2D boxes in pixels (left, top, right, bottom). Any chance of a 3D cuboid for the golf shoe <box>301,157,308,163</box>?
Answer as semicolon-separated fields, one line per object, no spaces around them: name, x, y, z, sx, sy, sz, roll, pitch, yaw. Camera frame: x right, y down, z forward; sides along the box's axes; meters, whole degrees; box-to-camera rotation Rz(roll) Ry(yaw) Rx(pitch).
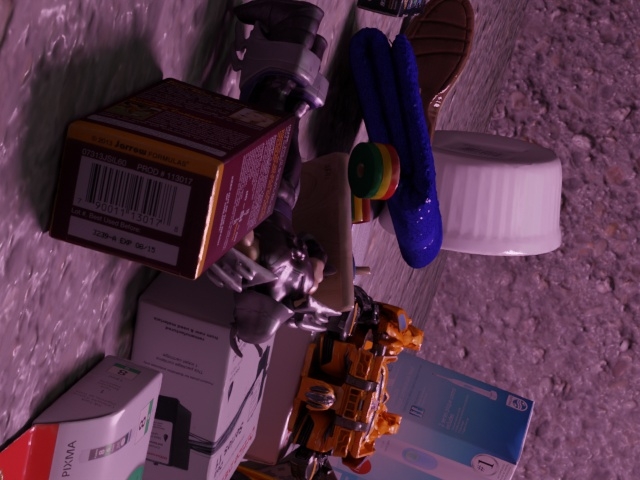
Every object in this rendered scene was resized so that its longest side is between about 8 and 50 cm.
golf shoe;-0.022;-0.015;1.679;0.176;0.069;0.086;94;10;-56

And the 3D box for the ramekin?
ramekin;0.230;-0.077;2.399;0.277;0.277;0.135;-43;140;-71

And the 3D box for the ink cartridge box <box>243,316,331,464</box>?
ink cartridge box;-0.047;0.137;1.700;0.219;0.092;0.160;-14;120;-79

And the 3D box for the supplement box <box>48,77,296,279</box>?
supplement box;-0.095;-0.046;1.085;0.188;0.104;0.081;-45;150;-70

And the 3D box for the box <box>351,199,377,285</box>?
box;0.010;0.003;1.854;0.137;0.072;0.126;-52;156;-67

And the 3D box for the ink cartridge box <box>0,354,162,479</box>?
ink cartridge box;-0.187;0.203;1.153;0.224;0.056;0.181;-51;155;-70

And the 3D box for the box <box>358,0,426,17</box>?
box;0.110;-0.368;1.850;0.175;0.051;0.220;-37;142;-74

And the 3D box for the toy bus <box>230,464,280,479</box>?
toy bus;-0.063;0.288;1.534;0.211;0.220;0.149;-55;164;-80

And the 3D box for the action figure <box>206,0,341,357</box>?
action figure;-0.043;-0.042;1.275;0.185;0.099;0.285;45;47;-60

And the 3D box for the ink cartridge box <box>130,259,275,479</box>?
ink cartridge box;-0.101;0.114;1.371;0.153;0.087;0.208;-56;161;-58

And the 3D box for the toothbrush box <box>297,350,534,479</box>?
toothbrush box;0.092;0.261;2.031;0.126;0.295;0.216;-61;172;-53

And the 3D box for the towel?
towel;0.100;-0.105;1.883;0.308;0.076;0.227;65;9;-77

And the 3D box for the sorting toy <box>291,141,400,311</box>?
sorting toy;0.000;0.000;1.393;0.274;0.046;0.132;-13;-103;61

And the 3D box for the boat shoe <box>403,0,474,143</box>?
boat shoe;0.133;-0.214;2.176;0.095;0.095;0.257;-127;-121;-85

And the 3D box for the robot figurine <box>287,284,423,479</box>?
robot figurine;0.038;0.149;1.660;0.291;0.085;0.211;-7;112;-79

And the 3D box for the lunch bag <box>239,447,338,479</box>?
lunch bag;-0.032;0.407;1.707;0.235;0.169;0.287;98;-25;-43
